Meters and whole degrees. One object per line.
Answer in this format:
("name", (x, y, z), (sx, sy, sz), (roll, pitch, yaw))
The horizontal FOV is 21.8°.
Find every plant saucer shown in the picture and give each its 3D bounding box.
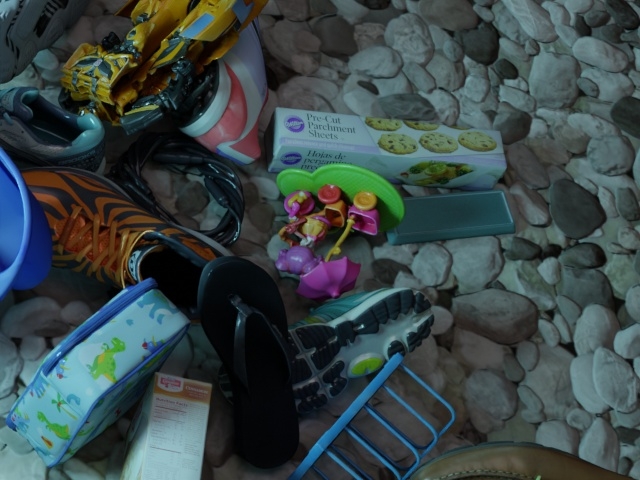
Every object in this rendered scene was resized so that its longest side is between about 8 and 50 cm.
("plant saucer", (0.171, -0.034, 2.204), (0.192, 0.018, 0.067), (-5, 66, -25))

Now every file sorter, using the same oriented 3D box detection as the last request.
("file sorter", (0.060, 0.238, 1.908), (0.104, 0.118, 0.170), (41, 52, 6))

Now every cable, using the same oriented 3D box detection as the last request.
("cable", (-0.170, -0.059, 2.083), (0.184, 0.047, 0.150), (38, 46, 11))

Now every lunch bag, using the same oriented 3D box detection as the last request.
("lunch bag", (-0.237, 0.143, 1.795), (0.090, 0.219, 0.176), (47, 54, 6))

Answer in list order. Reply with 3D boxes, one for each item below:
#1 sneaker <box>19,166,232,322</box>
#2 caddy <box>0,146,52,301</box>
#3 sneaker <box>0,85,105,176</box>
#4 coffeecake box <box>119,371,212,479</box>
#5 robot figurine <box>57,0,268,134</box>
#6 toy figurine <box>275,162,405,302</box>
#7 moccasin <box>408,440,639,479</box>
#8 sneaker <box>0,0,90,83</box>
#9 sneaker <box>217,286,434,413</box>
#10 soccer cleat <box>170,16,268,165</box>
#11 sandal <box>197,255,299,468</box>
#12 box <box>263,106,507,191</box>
("sneaker", (-0.234, 0.001, 1.906), (0.321, 0.180, 0.124), (19, 92, -7))
("caddy", (-0.450, -0.039, 1.813), (0.241, 0.179, 0.341), (-39, 73, -5))
("sneaker", (-0.390, -0.149, 2.004), (0.283, 0.122, 0.110), (14, 52, -11))
("coffeecake box", (-0.174, 0.259, 1.784), (0.068, 0.142, 0.185), (14, 52, -12))
("robot figurine", (-0.207, -0.250, 2.096), (0.211, 0.085, 0.291), (21, 59, 43))
("toy figurine", (0.000, 0.000, 2.066), (0.173, 0.130, 0.159), (13, 55, 16))
("moccasin", (0.277, 0.336, 1.922), (0.380, 0.139, 0.147), (20, 42, -19))
("sneaker", (-0.427, -0.318, 2.069), (0.210, 0.137, 0.366), (25, 28, 4))
("sneaker", (0.003, 0.128, 1.986), (0.275, 0.110, 0.107), (-20, 106, -17))
("soccer cleat", (-0.117, -0.230, 2.199), (0.116, 0.108, 0.318), (40, 35, -29))
("sandal", (-0.068, 0.136, 1.873), (0.097, 0.054, 0.254), (-21, 106, -22))
("box", (0.088, -0.119, 2.207), (0.324, 0.063, 0.067), (5, 54, -18))
